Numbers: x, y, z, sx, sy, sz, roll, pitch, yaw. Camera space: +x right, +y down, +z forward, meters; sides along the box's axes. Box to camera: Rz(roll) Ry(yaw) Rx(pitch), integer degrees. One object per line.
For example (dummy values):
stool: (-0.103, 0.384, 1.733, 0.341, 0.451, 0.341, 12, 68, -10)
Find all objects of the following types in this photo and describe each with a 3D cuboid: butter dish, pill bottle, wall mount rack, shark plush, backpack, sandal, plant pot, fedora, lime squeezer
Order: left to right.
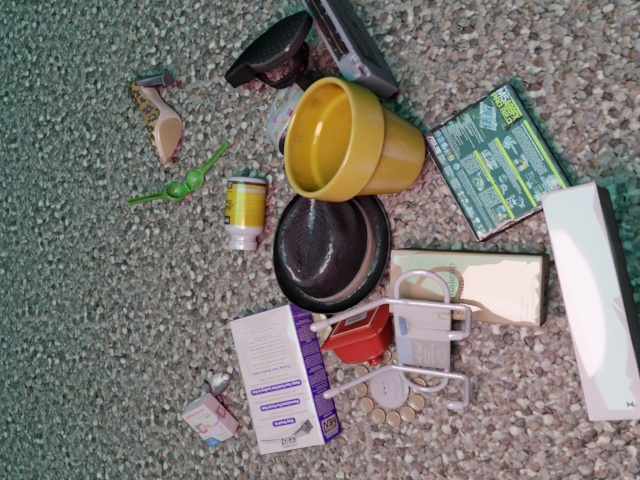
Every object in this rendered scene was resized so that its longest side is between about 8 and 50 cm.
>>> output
lime squeezer: (-0.377, -0.168, 1.644, 0.310, 0.110, 0.059, -32, 55, -7)
shark plush: (-0.292, 0.429, 1.621, 0.067, 0.073, 0.161, 17, 94, -3)
pill bottle: (-0.194, -0.069, 1.539, 0.103, 0.103, 0.184, 5, 92, 28)
sandal: (-0.101, -0.422, 1.394, 0.167, 0.107, 0.446, -53, 22, -7)
backpack: (-0.041, -0.284, 1.427, 0.144, 0.166, 0.188, 42, 107, 38)
fedora: (0.000, 0.000, 1.378, 0.334, 0.152, 0.334, -4, 78, 21)
plant pot: (0.086, -0.197, 1.290, 0.254, 0.239, 0.254, -17, 69, 53)
butter dish: (0.104, 0.233, 1.373, 0.160, 0.160, 0.118, -22, 103, 26)
wall mount rack: (0.153, 0.225, 1.227, 0.304, 0.130, 0.350, 3, 126, 17)

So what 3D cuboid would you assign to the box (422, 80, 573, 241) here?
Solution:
box: (0.370, -0.162, 1.266, 0.216, 0.060, 0.270, -32, 76, 24)

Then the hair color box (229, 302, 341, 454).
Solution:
hair color box: (-0.088, 0.337, 1.482, 0.185, 0.110, 0.339, -18, 80, 25)

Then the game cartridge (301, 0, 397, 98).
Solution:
game cartridge: (0.062, -0.457, 1.350, 0.062, 0.198, 0.297, -33, 72, 22)

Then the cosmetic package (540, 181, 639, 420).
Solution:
cosmetic package: (0.500, 0.096, 1.070, 0.097, 0.284, 0.377, -13, 83, 27)

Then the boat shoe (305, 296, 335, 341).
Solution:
boat shoe: (-0.008, 0.172, 1.469, 0.048, 0.056, 0.153, -30, 84, 20)

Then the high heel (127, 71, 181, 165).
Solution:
high heel: (-0.488, -0.343, 1.717, 0.186, 0.093, 0.261, 4, 95, 39)

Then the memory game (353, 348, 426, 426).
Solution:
memory game: (0.161, 0.342, 1.403, 0.186, 0.012, 0.186, 0, 89, 28)

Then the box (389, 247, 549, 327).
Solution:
box: (0.311, 0.092, 1.262, 0.311, 0.121, 0.148, 1, 91, 28)

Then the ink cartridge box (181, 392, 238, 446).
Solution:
ink cartridge box: (-0.293, 0.476, 1.591, 0.088, 0.052, 0.122, -33, 104, 24)
